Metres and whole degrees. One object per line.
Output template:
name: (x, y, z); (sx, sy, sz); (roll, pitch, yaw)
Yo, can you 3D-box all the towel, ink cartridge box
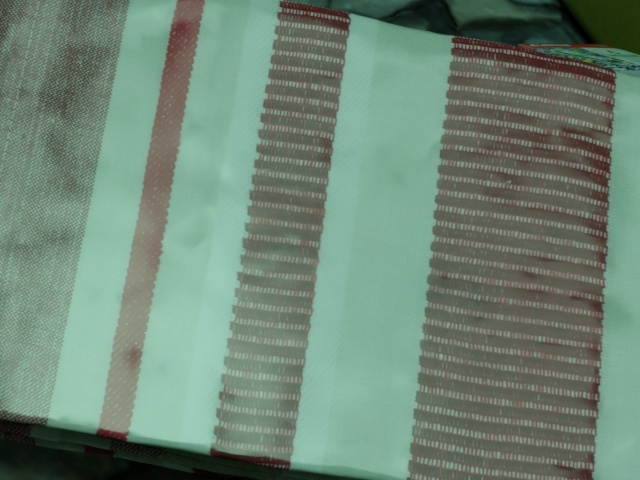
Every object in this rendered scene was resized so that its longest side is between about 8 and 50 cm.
towel: (0.000, 0.000, 0.875); (0.329, 0.037, 0.237); (11, 63, -6)
ink cartridge box: (0.145, -0.094, 1.096); (0.063, 0.029, 0.115); (-3, 17, -29)

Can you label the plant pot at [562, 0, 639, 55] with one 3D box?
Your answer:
plant pot: (0.239, -0.233, 1.202); (0.212, 0.212, 0.187); (-18, 47, -38)
